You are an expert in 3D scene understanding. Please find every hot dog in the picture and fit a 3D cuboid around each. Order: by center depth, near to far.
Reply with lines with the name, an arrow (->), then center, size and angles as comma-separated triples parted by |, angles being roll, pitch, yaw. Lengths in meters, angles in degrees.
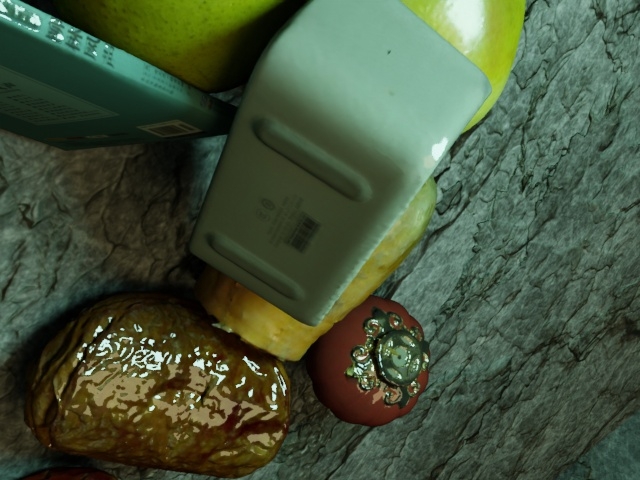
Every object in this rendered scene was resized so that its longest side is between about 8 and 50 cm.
hot dog -> -0.229, 0.217, 1.237 | 0.388, 0.174, 0.267 | 21, 108, -32

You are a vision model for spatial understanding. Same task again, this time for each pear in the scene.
pear -> -0.129, -0.283, 0.854 | 0.294, 0.294, 0.294 | -24, 135, -27

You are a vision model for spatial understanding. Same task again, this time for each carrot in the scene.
carrot -> 0.000, 0.000, 1.236 | 0.340, 0.224, 0.224 | -51, 141, 5

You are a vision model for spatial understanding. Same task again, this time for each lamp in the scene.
lamp -> 0.079, 0.206, 1.499 | 0.227, 0.227, 0.227 | -24, 135, -27

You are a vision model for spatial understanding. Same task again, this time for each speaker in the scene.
speaker -> 0.005, -0.072, 0.933 | 0.183, 0.184, 0.406 | -52, 177, -34

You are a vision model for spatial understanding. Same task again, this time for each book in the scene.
book -> -0.283, -0.148, 0.805 | 0.379, 0.264, 0.031 | 19, 72, -59

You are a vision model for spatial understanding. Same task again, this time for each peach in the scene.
peach -> 0.105, -0.270, 1.051 | 0.314, 0.281, 0.315 | 10, 100, -47

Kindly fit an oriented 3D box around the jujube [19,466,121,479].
jujube -> -0.397, 0.420, 1.264 | 0.250, 0.174, 0.174 | -11, 128, -23
